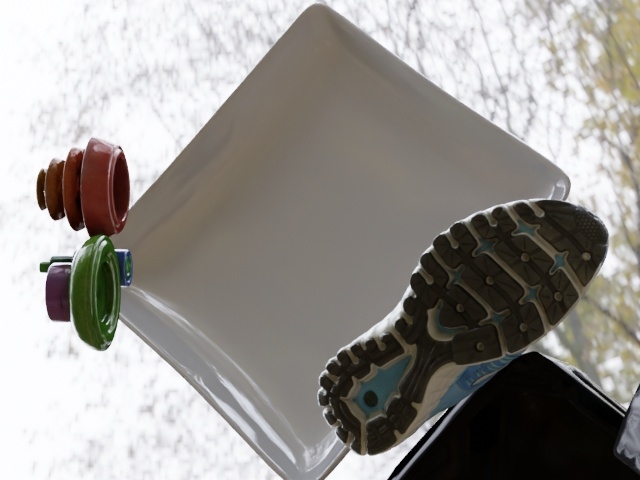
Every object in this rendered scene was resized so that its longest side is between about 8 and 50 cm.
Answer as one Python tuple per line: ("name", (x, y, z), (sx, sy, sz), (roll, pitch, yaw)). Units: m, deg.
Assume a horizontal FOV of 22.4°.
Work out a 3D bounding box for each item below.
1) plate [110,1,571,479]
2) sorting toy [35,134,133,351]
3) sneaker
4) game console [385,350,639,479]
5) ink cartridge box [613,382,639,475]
("plate", (0.000, 0.000, 1.146), (0.277, 0.278, 0.045), (-49, -35, -3))
("sorting toy", (-0.111, 0.003, 0.724), (0.042, 0.102, 0.061), (0, -28, 7))
("sneaker", (0.069, 0.033, 0.744), (0.162, 0.073, 0.063), (-41, -103, 30))
("game console", (0.189, 0.240, 0.952), (0.361, 0.044, 0.213), (38, -80, -4))
("ink cartridge box", (0.348, 0.163, 0.826), (0.371, 0.176, 0.069), (18, -84, -18))
